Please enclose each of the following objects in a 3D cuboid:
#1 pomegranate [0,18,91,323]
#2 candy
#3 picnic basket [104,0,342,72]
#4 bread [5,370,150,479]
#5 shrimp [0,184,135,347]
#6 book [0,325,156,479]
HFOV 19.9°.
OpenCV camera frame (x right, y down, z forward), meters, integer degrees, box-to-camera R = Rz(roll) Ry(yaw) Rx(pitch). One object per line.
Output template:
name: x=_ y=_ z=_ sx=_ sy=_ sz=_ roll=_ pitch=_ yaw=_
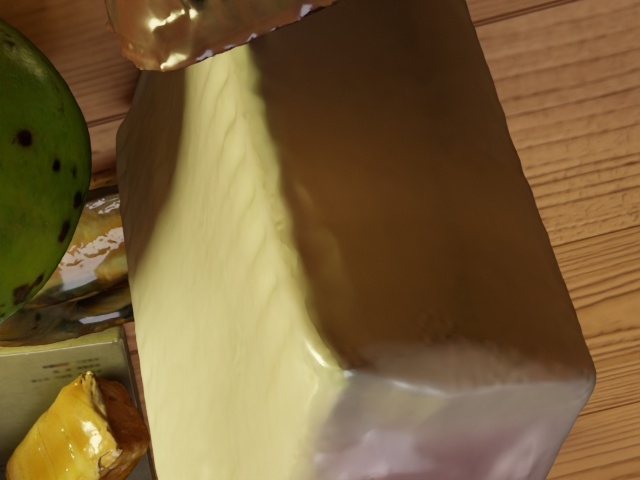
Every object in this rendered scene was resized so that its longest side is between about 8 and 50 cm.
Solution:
pomegranate: x=-0.214 y=-0.031 z=0.953 sx=0.202 sy=0.202 sz=0.248 roll=-16 pitch=173 yaw=7
candy: x=0.001 y=0.002 z=0.892 sx=0.145 sy=0.358 sz=0.208 roll=4 pitch=136 yaw=-21
picnic basket: x=0.011 y=-0.208 z=0.742 sx=0.297 sy=0.222 sz=0.129 roll=-23 pitch=127 yaw=16
bread: x=-0.171 y=0.151 z=1.262 sx=0.053 sy=0.074 sz=0.132 roll=-4 pitch=148 yaw=-42
shrimp: x=-0.130 y=0.019 z=1.139 sx=0.254 sy=0.059 sz=0.145 roll=-21 pitch=147 yaw=14
book: x=-0.230 y=0.155 z=1.332 sx=0.215 sy=0.025 sz=0.282 roll=-6 pitch=144 yaw=-5
